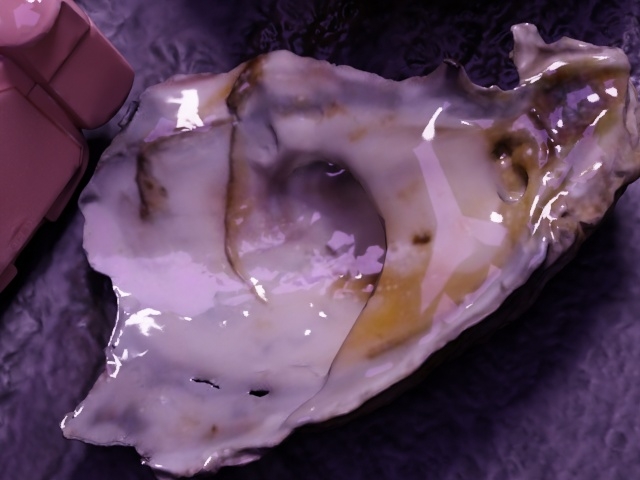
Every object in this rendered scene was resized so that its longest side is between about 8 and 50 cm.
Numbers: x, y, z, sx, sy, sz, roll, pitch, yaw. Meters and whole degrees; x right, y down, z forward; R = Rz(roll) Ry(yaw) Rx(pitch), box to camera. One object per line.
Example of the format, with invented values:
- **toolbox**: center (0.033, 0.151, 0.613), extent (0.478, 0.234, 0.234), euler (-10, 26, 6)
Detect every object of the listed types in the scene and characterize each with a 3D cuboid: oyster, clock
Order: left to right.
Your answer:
- **clock**: center (-0.251, -0.069, 0.980), extent (0.241, 0.142, 0.227), euler (31, 81, 26)
- **oyster**: center (0.003, 0.002, 0.930), extent (0.271, 0.100, 0.275), euler (21, 92, 17)
